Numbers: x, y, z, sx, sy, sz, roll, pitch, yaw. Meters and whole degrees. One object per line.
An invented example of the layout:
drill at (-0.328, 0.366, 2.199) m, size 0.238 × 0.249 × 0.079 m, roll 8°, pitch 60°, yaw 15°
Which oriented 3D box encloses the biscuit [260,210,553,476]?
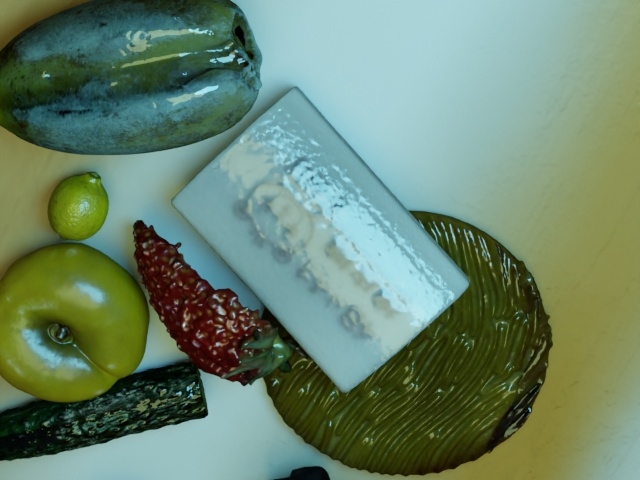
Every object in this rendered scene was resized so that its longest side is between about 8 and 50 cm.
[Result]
biscuit at (0.090, 0.116, 1.953) m, size 0.317 × 0.040 × 0.318 m, roll 0°, pitch 112°, yaw 1°

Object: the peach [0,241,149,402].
peach at (-0.267, 0.089, 1.913) m, size 0.179 × 0.103 × 0.179 m, roll -1°, pitch 115°, yaw -1°

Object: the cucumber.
cucumber at (-0.265, 0.195, 1.979) m, size 0.293 × 0.067 × 0.068 m, roll -15°, pitch 112°, yaw 7°

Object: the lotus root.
lotus root at (-0.217, -0.160, 1.788) m, size 0.322 × 0.140 × 0.158 m, roll -8°, pitch 96°, yaw 10°

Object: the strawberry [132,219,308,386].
strawberry at (-0.126, 0.078, 1.880) m, size 0.208 × 0.167 × 0.087 m, roll 35°, pitch 82°, yaw 26°

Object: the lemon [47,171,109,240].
lemon at (-0.250, -0.035, 1.880) m, size 0.062 × 0.062 × 0.083 m, roll 24°, pitch 108°, yaw -9°

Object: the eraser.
eraser at (0.000, 0.000, 1.846) m, size 0.174 × 0.095 × 0.270 m, roll -41°, pitch 94°, yaw 11°

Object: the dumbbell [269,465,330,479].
dumbbell at (-0.115, 0.361, 1.985) m, size 0.388 × 0.185 × 0.185 m, roll -12°, pitch 112°, yaw 5°
